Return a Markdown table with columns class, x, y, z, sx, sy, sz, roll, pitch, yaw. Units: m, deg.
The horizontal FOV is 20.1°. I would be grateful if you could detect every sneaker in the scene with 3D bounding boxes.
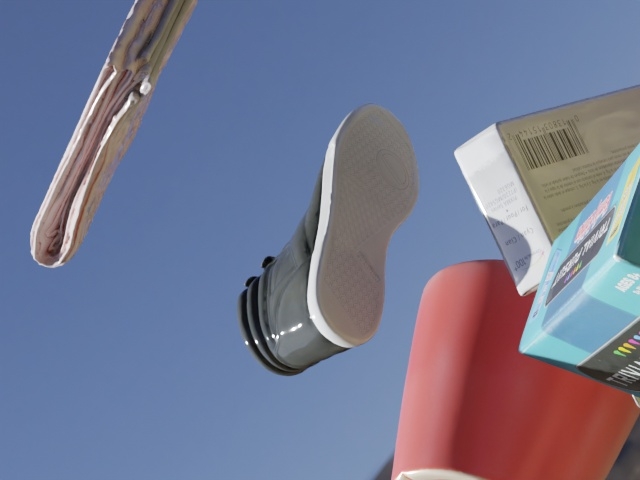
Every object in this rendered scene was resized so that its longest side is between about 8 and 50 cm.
| class | x | y | z | sx | sy | sz | roll | pitch | yaw |
| --- | --- | --- | --- | --- | --- | --- | --- | --- | --- |
| sneaker | 0.000 | 0.000 | 1.668 | 0.147 | 0.104 | 0.295 | -33 | 30 | 41 |

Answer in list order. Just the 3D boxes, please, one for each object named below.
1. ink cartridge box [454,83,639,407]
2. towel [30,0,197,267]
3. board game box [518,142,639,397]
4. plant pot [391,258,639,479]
| class | x | y | z | sx | sy | sz | roll | pitch | yaw |
| --- | --- | --- | --- | --- | --- | --- | --- | --- | --- |
| ink cartridge box | 0.282 | -0.002 | 1.565 | 0.296 | 0.261 | 0.066 | -17 | -13 | -43 |
| towel | -0.158 | -0.175 | 1.632 | 0.317 | 0.053 | 0.332 | -54 | 12 | 53 |
| board game box | 0.291 | 0.062 | 0.933 | 0.254 | 0.336 | 0.079 | 105 | -175 | -76 |
| plant pot | 0.204 | 0.195 | 1.931 | 0.275 | 0.275 | 0.243 | 104 | -172 | -59 |
